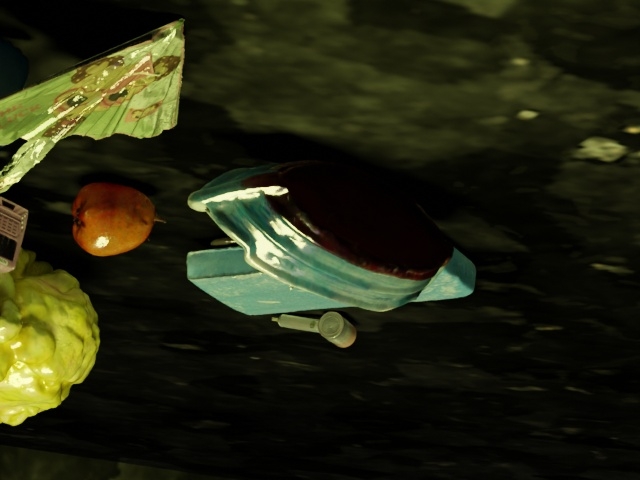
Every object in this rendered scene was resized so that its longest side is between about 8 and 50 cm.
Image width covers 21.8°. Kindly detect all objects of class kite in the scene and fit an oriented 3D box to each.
[{"bbox_3d":[-0.199,-0.107,1.392,0.267,0.013,0.323,-35,165,31],"label":"kite"}]

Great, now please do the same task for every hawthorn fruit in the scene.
[{"bbox_3d":[-0.214,-0.022,1.756,0.093,0.081,0.081,1,167,-23],"label":"hawthorn fruit"}]

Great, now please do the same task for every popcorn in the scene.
[{"bbox_3d":[-0.392,0.111,2.040,0.259,0.212,0.259,-8,146,-5],"label":"popcorn"}]

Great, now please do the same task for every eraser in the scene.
[{"bbox_3d":[0.012,0.039,1.911,0.311,0.043,0.144,-5,158,26],"label":"eraser"}]

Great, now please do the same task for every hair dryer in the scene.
[{"bbox_3d":[-0.013,0.115,2.236,0.114,0.037,0.063,8,167,20],"label":"hair dryer"}]

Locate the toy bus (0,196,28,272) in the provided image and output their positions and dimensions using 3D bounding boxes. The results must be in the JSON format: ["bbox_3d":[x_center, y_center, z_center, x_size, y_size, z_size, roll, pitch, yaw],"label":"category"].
[{"bbox_3d":[-0.419,-0.007,1.843,0.178,0.098,0.087,-3,162,31],"label":"toy bus"}]

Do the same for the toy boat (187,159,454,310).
[{"bbox_3d":[0.000,0.000,1.651,0.309,0.129,0.142,21,144,-37],"label":"toy boat"}]

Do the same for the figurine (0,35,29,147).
[{"bbox_3d":[-0.347,-0.098,1.465,0.164,0.121,0.262,6,166,-12],"label":"figurine"}]

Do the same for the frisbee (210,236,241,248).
[{"bbox_3d":[-0.093,0.033,2.016,0.187,0.012,0.211,-6,160,39],"label":"frisbee"}]
